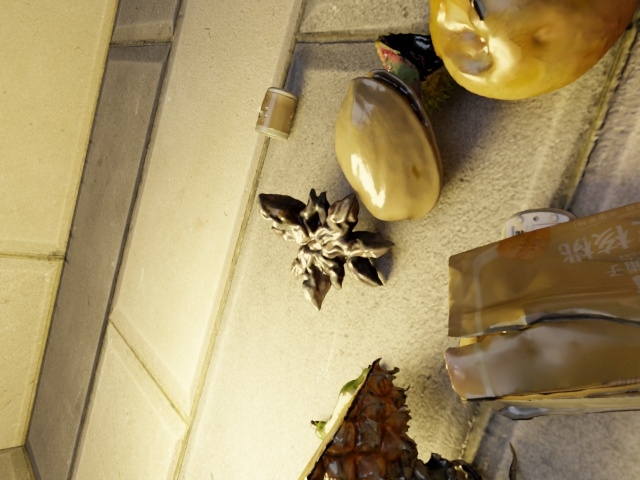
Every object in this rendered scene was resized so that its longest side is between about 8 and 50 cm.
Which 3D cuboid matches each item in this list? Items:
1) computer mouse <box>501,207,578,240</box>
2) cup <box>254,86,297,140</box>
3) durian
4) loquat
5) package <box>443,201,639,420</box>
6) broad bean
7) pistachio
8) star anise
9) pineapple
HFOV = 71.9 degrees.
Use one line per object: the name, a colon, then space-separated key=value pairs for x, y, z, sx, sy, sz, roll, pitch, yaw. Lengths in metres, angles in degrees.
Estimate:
computer mouse: x=0.279 y=0.059 z=0.554 sx=0.102 sy=0.045 sz=0.198 roll=-5 pitch=84 yaw=39
cup: x=-0.092 y=-0.277 z=0.974 sx=0.074 sy=0.102 sz=0.099 roll=18 pitch=97 yaw=7
durian: x=0.164 y=-0.257 z=0.703 sx=0.186 sy=0.119 sz=0.108 roll=-117 pitch=16 yaw=-44
loquat: x=0.250 y=-0.289 z=0.522 sx=0.244 sy=0.244 sz=0.243 roll=-8 pitch=78 yaw=44
package: x=0.284 y=0.074 z=0.424 sx=0.312 sy=0.165 sz=0.221 roll=-17 pitch=78 yaw=30
broad bean: x=0.042 y=0.293 z=0.760 sx=0.195 sy=0.046 sz=0.061 roll=-53 pitch=54 yaw=28
pistachio: x=0.102 y=-0.132 z=0.658 sx=0.153 sy=0.137 sz=0.237 roll=-6 pitch=120 yaw=40
star anise: x=0.003 y=0.004 z=0.767 sx=0.283 sy=0.129 sz=0.212 roll=10 pitch=126 yaw=36
pineapple: x=0.120 y=0.338 z=0.579 sx=0.272 sy=0.262 sz=0.262 roll=32 pitch=109 yaw=13
